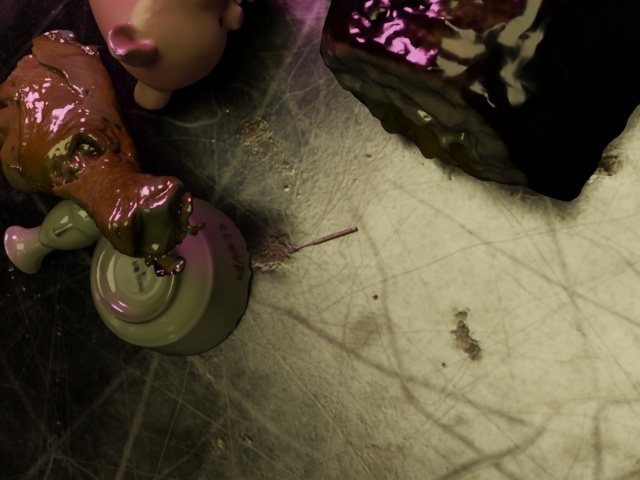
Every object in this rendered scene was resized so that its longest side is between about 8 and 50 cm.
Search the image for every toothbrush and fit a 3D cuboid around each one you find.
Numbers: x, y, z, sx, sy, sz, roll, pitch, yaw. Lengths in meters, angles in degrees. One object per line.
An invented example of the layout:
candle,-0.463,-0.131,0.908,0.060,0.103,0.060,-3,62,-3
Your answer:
toothbrush,0.000,0.000,0.898,0.097,0.008,0.006,-19,94,15

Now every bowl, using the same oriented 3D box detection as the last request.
bowl,-0.203,0.043,0.909,0.211,0.112,0.211,-1,86,20

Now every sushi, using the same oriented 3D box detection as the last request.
sushi,0.189,-0.215,0.712,0.299,0.281,0.294,39,92,24

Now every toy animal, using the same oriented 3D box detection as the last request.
toy animal,-0.181,-0.320,0.902,0.213,0.195,0.256,-18,80,-5

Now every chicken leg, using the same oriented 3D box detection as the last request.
chicken leg,-0.271,-0.101,0.872,0.201,0.152,0.429,-41,50,-9

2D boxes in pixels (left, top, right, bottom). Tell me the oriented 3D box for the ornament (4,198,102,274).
ornament,-0.346,-0.014,0.977,0.156,0.081,0.075,-22,98,18
